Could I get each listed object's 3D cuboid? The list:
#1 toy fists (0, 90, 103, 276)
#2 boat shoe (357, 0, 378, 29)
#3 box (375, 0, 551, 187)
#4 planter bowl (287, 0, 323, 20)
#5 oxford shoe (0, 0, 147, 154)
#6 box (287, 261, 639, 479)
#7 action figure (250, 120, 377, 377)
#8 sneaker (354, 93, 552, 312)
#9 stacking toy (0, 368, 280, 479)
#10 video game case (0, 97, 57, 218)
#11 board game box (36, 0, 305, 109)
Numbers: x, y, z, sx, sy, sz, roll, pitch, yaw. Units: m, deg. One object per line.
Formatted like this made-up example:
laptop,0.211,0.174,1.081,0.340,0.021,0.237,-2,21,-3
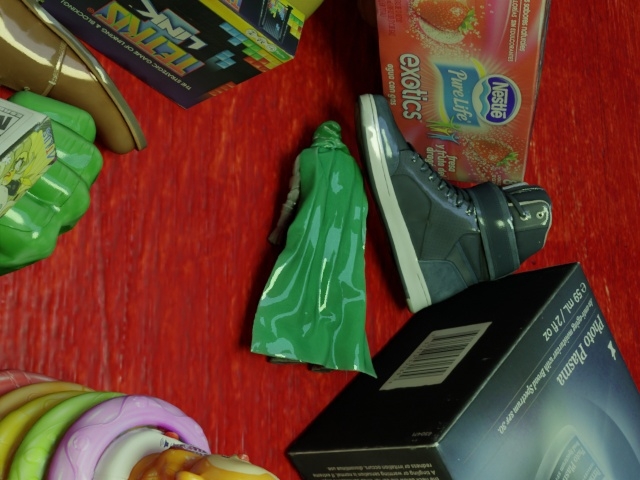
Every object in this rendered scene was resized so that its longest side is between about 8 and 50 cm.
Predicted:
toy fists,-0.235,0.014,0.601,0.096,0.142,0.279,51,48,-23
boat shoe,0.043,-0.351,1.035,0.104,0.089,0.285,21,64,-69
box,0.140,-0.197,0.928,0.300,0.142,0.154,78,23,-58
planter bowl,-0.064,-0.234,0.847,0.217,0.217,0.090,-6,119,-45
oxford shoe,-0.214,-0.134,0.733,0.076,0.076,0.212,-46,117,-9
box,0.175,0.224,0.922,0.296,0.182,0.294,-41,109,-43
action figure,0.000,0.000,0.895,0.137,0.063,0.232,19,69,-38
sneaker,0.128,-0.055,0.947,0.086,0.163,0.226,-101,171,-65
stacking toy,-0.125,0.145,0.558,0.175,0.302,0.166,36,56,-31
video game case,-0.295,-0.028,0.518,0.042,0.232,0.210,93,22,-48
board game box,-0.122,-0.182,0.770,0.170,0.141,0.048,32,56,-34
